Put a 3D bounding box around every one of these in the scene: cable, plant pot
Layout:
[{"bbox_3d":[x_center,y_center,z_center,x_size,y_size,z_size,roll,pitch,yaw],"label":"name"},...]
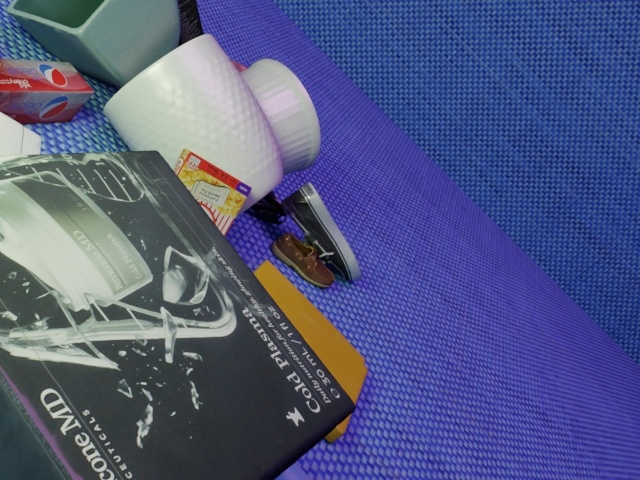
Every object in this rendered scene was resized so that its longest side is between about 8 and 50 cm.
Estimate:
[{"bbox_3d":[-0.159,-0.117,1.906,0.184,0.047,0.151,27,30,-36],"label":"cable"},{"bbox_3d":[-0.442,-0.458,1.674,0.247,0.248,0.252,23,-20,32],"label":"plant pot"}]

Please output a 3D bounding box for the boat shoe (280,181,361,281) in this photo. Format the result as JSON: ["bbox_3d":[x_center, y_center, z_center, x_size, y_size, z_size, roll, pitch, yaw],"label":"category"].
[{"bbox_3d":[0.001,0.002,1.908,0.306,0.105,0.113,59,-1,-41],"label":"boat shoe"}]

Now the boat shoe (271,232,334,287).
[{"bbox_3d":[-0.031,0.046,1.838,0.178,0.060,0.064,37,25,-21],"label":"boat shoe"}]

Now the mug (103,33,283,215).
[{"bbox_3d":[-0.242,-0.216,1.684,0.328,0.276,0.374,54,0,-8],"label":"mug"}]

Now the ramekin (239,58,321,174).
[{"bbox_3d":[-0.138,-0.268,1.838,0.135,0.277,0.277,-31,75,-30],"label":"ramekin"}]

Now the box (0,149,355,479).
[{"bbox_3d":[-0.283,0.160,0.950,0.480,0.297,0.471,51,26,11],"label":"box"}]

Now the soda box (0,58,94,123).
[{"bbox_3d":[-0.544,-0.274,1.454,0.083,0.092,0.263,50,23,6],"label":"soda box"}]

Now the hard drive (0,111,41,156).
[{"bbox_3d":[-0.561,-0.166,1.103,0.353,0.047,0.233,33,25,-36],"label":"hard drive"}]

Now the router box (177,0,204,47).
[{"bbox_3d":[-0.412,-0.552,1.859,0.309,0.081,0.243,34,-25,23],"label":"router box"}]

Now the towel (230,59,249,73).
[{"bbox_3d":[-0.251,-0.349,2.004,0.237,0.037,0.329,21,52,-47],"label":"towel"}]

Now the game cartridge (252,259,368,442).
[{"bbox_3d":[-0.050,0.210,1.568,0.324,0.052,0.285,47,23,-4],"label":"game cartridge"}]

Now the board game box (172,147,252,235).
[{"bbox_3d":[-0.239,-0.053,1.489,0.146,0.193,0.045,29,0,-32],"label":"board game box"}]

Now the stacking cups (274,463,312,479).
[{"bbox_3d":[-0.053,0.378,1.234,0.316,0.096,0.096,46,23,-5],"label":"stacking cups"}]
